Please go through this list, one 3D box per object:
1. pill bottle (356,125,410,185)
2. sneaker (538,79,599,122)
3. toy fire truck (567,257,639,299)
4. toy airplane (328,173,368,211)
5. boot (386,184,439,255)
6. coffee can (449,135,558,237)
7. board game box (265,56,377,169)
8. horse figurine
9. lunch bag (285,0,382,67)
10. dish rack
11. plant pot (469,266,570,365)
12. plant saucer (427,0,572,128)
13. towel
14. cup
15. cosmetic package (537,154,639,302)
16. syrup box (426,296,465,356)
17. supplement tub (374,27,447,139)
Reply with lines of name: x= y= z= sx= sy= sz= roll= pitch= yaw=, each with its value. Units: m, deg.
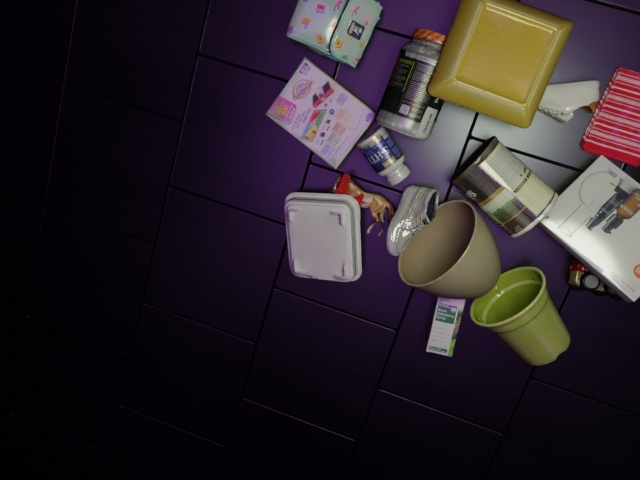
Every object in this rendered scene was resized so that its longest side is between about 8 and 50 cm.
pill bottle: x=0.219 y=-0.284 z=1.849 sx=0.112 sy=0.112 sz=0.186 roll=-35 pitch=103 yaw=16
sneaker: x=0.730 y=-0.430 z=1.722 sx=0.291 sy=0.106 sz=0.122 roll=-4 pitch=99 yaw=10
toy fire truck: x=0.958 y=0.060 z=1.784 sx=0.217 sy=0.158 sz=0.246 roll=13 pitch=84 yaw=3
toy airplane: x=0.093 y=-0.150 z=1.889 sx=0.151 sy=0.028 sz=0.151 roll=7 pitch=110 yaw=20
boot: x=0.316 y=-0.064 z=1.839 sx=0.124 sy=0.095 sz=0.258 roll=12 pitch=82 yaw=46
coffee can: x=0.589 y=-0.172 z=1.759 sx=0.275 sy=0.201 sz=0.201 roll=42 pitch=107 yaw=0
board game box: x=0.006 y=-0.437 z=1.885 sx=0.317 sy=0.064 sz=0.242 roll=39 pitch=107 yaw=1
horse figurine: x=0.158 y=-0.116 z=1.926 sx=0.264 sy=0.066 sz=0.174 roll=20 pitch=107 yaw=12
lunch bag: x=0.044 y=-0.711 z=1.770 sx=0.263 sy=0.160 sz=0.223 roll=23 pitch=103 yaw=-6
dish rack: x=0.000 y=0.000 z=1.936 sx=0.286 sy=0.072 sz=0.332 roll=4 pitch=114 yaw=20
plant pot: x=0.690 y=0.272 z=1.829 sx=0.276 sy=0.276 sz=0.254 roll=-36 pitch=106 yaw=16
plant saucer: x=0.527 y=-0.535 z=1.581 sx=0.333 sy=0.081 sz=0.332 roll=20 pitch=101 yaw=0
towel: x=0.975 y=-0.388 z=1.724 sx=0.199 sy=0.031 sz=0.274 roll=21 pitch=105 yaw=5
cup: x=0.458 y=0.064 z=1.806 sx=0.237 sy=0.331 sz=0.331 roll=34 pitch=108 yaw=-23
cosmetic package: x=0.917 y=-0.037 z=1.698 sx=0.284 sy=0.097 sz=0.377 roll=-47 pitch=72 yaw=7
syrup box: x=0.447 y=0.283 z=1.945 sx=0.093 sy=0.096 sz=0.236 roll=12 pitch=106 yaw=9
supplement tub: x=0.314 y=-0.497 z=1.744 sx=0.194 sy=0.193 sz=0.315 roll=22 pitch=106 yaw=6
